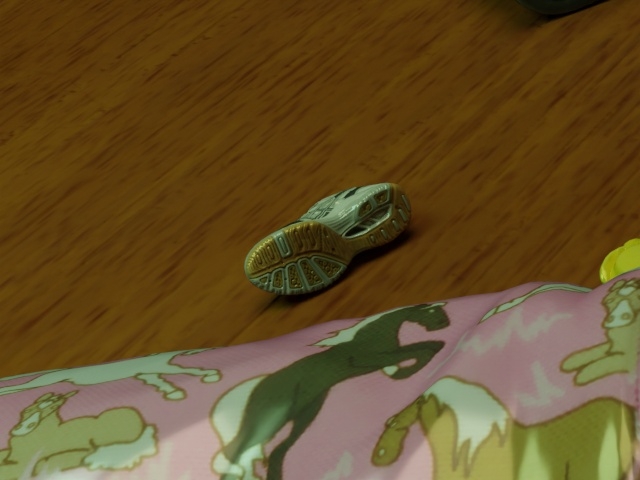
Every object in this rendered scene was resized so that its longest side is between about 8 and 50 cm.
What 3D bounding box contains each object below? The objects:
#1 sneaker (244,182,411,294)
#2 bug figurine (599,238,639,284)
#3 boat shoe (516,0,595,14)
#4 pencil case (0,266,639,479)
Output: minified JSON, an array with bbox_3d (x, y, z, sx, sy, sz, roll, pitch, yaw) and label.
[{"bbox_3d":[0.000,0.000,0.777,0.083,0.032,0.037,-24,15,-24],"label":"sneaker"},{"bbox_3d":[0.180,0.025,0.587,0.216,0.072,0.279,-32,32,-26],"label":"bug figurine"},{"bbox_3d":[0.216,-0.230,0.978,0.307,0.111,0.104,-21,30,-8],"label":"boat shoe"},{"bbox_3d":[-0.063,0.106,0.473,0.386,0.160,0.167,-10,53,16],"label":"pencil case"}]
